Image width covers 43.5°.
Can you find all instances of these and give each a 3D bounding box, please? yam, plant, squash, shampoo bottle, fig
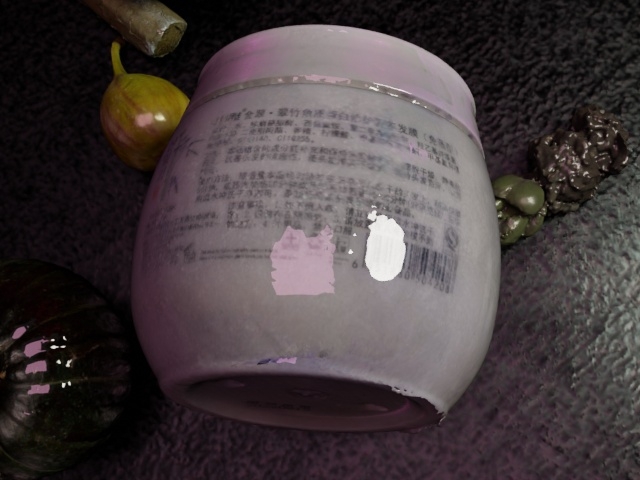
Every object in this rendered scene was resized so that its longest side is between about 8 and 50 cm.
[{"bbox_3d":[-0.194,-0.233,0.801,0.132,0.054,0.054,39,84,13],"label":"yam"},{"bbox_3d":[0.200,-0.053,0.712,0.174,0.087,0.085,-36,47,-8],"label":"plant"},{"bbox_3d":[-0.254,0.106,0.682,0.193,0.156,0.193,-12,64,26],"label":"squash"},{"bbox_3d":[0.000,0.000,0.618,0.273,0.273,0.266,5,67,7],"label":"shampoo bottle"},{"bbox_3d":[-0.181,-0.126,0.776,0.093,0.093,0.166,-46,49,-5],"label":"fig"}]
